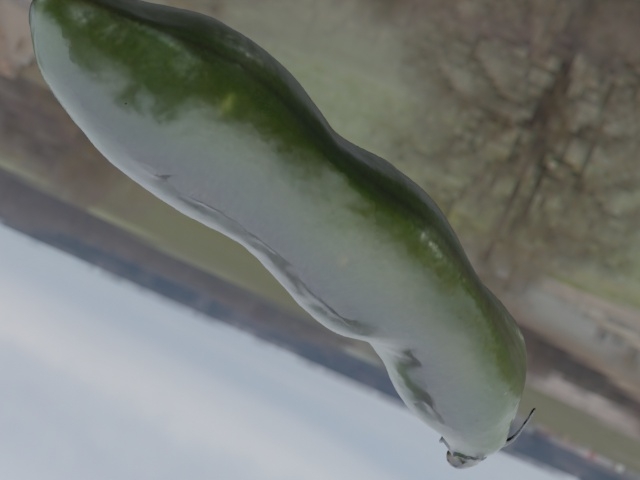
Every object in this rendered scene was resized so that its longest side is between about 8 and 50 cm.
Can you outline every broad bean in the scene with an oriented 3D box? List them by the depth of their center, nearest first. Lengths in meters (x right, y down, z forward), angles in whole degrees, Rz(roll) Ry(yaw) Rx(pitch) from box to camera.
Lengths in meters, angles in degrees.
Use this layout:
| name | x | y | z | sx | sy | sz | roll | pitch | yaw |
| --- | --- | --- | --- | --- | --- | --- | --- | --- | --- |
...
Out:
| name | x | y | z | sx | sy | sz | roll | pitch | yaw |
| --- | --- | --- | --- | --- | --- | --- | --- | --- | --- |
| broad bean | 0.004 | -0.001 | 0.582 | 0.065 | 0.046 | 0.254 | -13 | 138 | 35 |
